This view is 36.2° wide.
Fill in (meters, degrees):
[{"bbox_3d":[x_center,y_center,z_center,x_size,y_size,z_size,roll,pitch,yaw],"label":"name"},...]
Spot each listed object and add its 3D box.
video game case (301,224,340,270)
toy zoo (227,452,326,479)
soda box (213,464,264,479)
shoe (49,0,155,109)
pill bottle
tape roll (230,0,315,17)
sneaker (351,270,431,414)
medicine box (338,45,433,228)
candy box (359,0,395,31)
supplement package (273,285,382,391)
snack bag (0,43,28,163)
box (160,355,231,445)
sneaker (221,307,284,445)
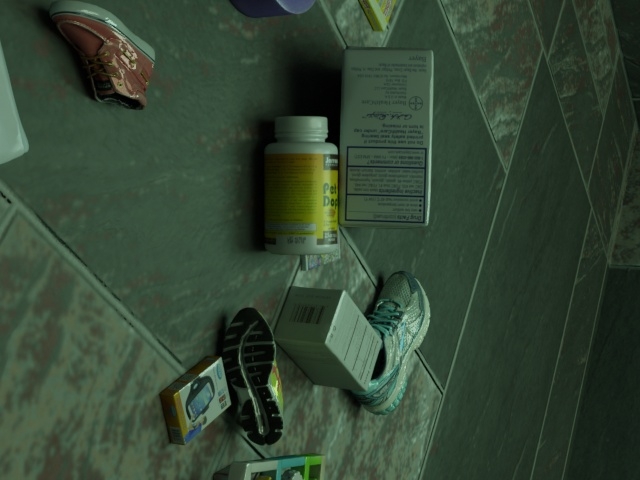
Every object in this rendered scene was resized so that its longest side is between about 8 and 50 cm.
[{"bbox_3d":[0.000,0.000,1.714,0.122,0.011,0.087,-18,107,-59],"label":"video game case"},{"bbox_3d":[-0.078,0.423,1.468,0.293,0.030,0.192,15,78,-61],"label":"toy zoo"},{"bbox_3d":[-0.119,0.436,1.488,0.063,0.058,0.183,-13,104,-59],"label":"soda box"},{"bbox_3d":[-0.262,-0.220,1.186,0.178,0.063,0.081,29,62,-62],"label":"shoe"},{"bbox_3d":[-0.031,-0.087,1.547,0.117,0.117,0.215,-7,98,-60],"label":"pill bottle"},{"bbox_3d":[-0.075,-0.435,1.486,0.189,0.080,0.189,-7,98,-59],"label":"tape roll"},{"bbox_3d":[0.127,0.181,1.854,0.122,0.110,0.283,41,57,-50],"label":"sneaker"},{"bbox_3d":[0.114,-0.164,1.674,0.263,0.149,0.289,-5,98,-85],"label":"medicine box"},{"bbox_3d":[0.123,-0.512,1.879,0.105,0.027,0.206,57,45,-49],"label":"candy box"},{"bbox_3d":[0.015,0.167,1.657,0.179,0.105,0.105,55,46,-47],"label":"supplement package"},{"bbox_3d":[-0.424,-0.180,0.935,0.342,0.037,0.323,-35,121,-55],"label":"snack bag"},{"bbox_3d":[-0.173,0.225,1.410,0.136,0.028,0.081,-36,122,-52],"label":"box"},{"bbox_3d":[-0.101,0.202,1.500,0.094,0.081,0.208,-73,157,-82],"label":"sneaker"}]
